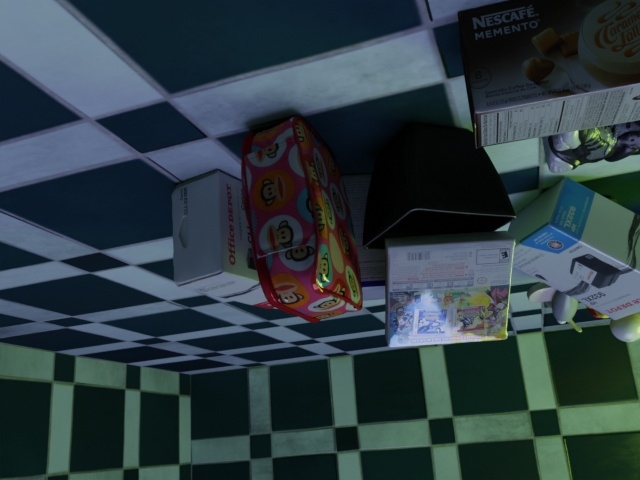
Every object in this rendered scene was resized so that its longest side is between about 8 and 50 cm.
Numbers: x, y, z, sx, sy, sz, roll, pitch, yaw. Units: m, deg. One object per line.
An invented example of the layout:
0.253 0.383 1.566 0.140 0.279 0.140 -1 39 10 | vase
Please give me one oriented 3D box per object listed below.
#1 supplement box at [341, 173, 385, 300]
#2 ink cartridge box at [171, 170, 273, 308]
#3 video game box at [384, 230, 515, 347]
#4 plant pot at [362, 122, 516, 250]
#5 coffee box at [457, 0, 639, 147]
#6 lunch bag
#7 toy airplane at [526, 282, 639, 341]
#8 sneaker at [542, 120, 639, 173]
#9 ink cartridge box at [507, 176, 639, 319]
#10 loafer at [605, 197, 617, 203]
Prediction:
0.067 -0.004 1.166 0.113 0.220 0.111 -4 162 -5 | supplement box
-0.146 0.008 1.186 0.114 0.197 0.272 -17 158 29 | ink cartridge box
0.209 0.081 1.017 0.205 0.187 0.048 -3 -159 -3 | video game box
0.182 -0.087 1.030 0.187 0.167 0.188 3 159 -21 | plant pot
0.297 -0.212 0.732 0.246 0.141 0.098 -8 161 13 | coffee box
-0.014 -0.024 0.983 0.120 0.293 0.258 -16 158 19 | lunch bag
0.811 0.129 1.646 0.384 0.273 0.386 12 156 -38 | toy airplane
0.417 -0.182 0.919 0.153 0.101 0.268 -10 166 14 | sneaker
0.576 0.026 1.313 0.307 0.129 0.223 27 156 -2 | ink cartridge box
0.623 -0.016 1.464 0.096 0.084 0.267 -6 161 -1 | loafer
